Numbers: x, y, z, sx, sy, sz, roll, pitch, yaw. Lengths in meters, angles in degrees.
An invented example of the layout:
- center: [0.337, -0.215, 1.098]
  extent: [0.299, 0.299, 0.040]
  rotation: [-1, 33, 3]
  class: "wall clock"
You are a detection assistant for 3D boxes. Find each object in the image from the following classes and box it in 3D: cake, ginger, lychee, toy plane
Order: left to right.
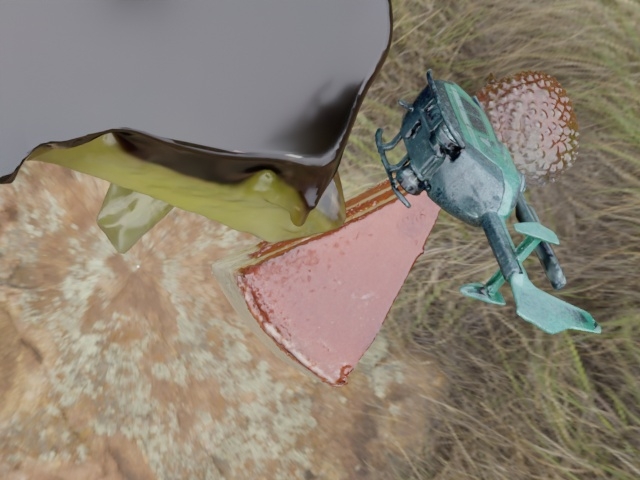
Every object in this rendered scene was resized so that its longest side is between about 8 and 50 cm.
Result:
- center: [-0.145, -0.182, 0.752]
  extent: [0.358, 0.211, 0.413]
  rotation: [-12, 100, -23]
  class: "ginger"
- center: [0.000, 0.000, 1.077]
  extent: [0.160, 0.158, 0.262]
  rotation: [32, 81, -20]
  class: "cake"
- center: [0.099, -0.032, 0.644]
  extent: [0.096, 0.235, 0.060]
  rotation: [21, 126, -31]
  class: "toy plane"
- center: [0.263, -0.155, 1.379]
  extent: [0.165, 0.165, 0.197]
  rotation: [-28, 62, -10]
  class: "lychee"
